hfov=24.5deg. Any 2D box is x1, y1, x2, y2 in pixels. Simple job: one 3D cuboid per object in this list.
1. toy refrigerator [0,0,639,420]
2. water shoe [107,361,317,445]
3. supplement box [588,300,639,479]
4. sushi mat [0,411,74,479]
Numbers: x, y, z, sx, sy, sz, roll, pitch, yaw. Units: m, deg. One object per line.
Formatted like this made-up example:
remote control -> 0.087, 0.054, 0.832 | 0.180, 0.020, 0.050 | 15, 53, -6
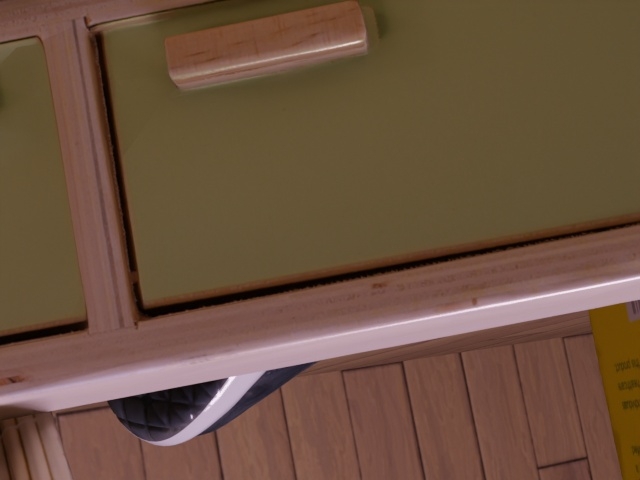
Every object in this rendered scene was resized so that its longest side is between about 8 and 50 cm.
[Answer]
toy refrigerator -> -0.023, -0.017, 0.398 | 0.269, 0.102, 0.094 | -10, 172, 4
water shoe -> 0.000, 0.000, 0.550 | 0.203, 0.073, 0.080 | -38, 168, 24
supplement box -> 0.272, 0.108, 0.746 | 0.194, 0.357, 0.195 | -9, 172, -7
sushi mat -> -0.166, 0.072, 0.501 | 0.151, 0.019, 0.316 | -28, -157, -8
